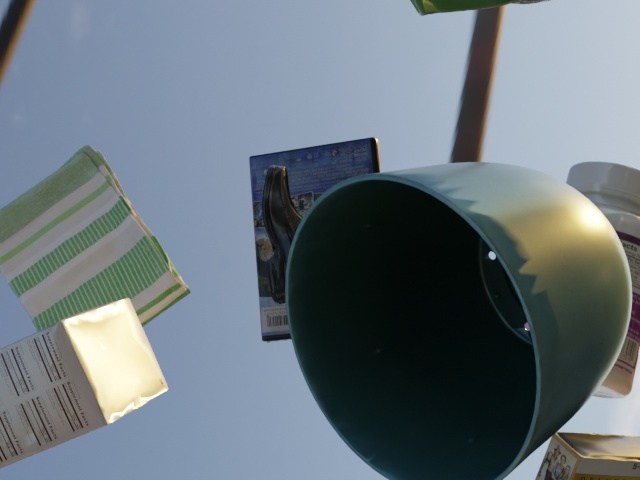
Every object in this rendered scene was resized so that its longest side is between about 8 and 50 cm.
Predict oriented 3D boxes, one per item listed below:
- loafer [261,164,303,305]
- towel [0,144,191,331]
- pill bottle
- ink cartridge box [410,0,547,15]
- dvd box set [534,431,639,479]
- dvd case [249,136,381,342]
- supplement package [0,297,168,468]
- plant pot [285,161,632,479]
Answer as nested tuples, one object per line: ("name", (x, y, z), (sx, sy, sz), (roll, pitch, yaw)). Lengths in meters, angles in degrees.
("loafer", (-0.033, -0.009, 1.213), (0.062, 0.061, 0.170), (9, -106, -79))
("towel", (-0.389, 0.028, 1.639), (0.248, 0.324, 0.038), (-37, -21, -2))
("pill bottle", (0.371, 0.052, 1.388), (0.169, 0.169, 0.301), (33, -111, -53))
("ink cartridge box", (0.120, -0.177, 0.490), (0.209, 0.109, 0.062), (-13, -28, -26))
("dvd box set", (0.354, 0.439, 1.260), (0.308, 0.062, 0.420), (9, -73, -27))
("dvd case", (0.000, 0.000, 1.326), (0.022, 0.181, 0.252), (21, -117, -70))
("supplement package", (-0.358, 0.195, 1.383), (0.149, 0.203, 0.194), (66, -164, 1))
("plant pot", (0.149, 0.057, 0.950), (0.235, 0.293, 0.292), (-19, -59, -41))
